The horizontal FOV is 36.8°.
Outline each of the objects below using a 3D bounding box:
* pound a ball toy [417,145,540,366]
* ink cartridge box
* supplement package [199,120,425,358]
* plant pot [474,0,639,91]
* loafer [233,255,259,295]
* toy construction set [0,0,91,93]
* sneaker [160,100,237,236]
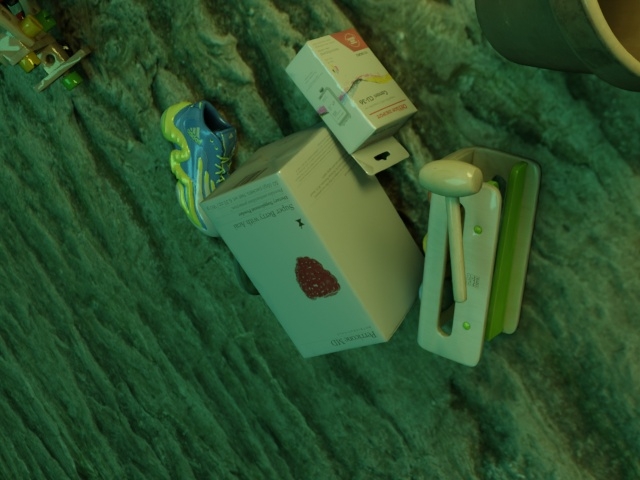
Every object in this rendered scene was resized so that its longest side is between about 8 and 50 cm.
[{"bbox_3d":[0.180,0.010,1.294,0.136,0.208,0.319,20,122,32],"label":"pound a ball toy"},{"bbox_3d":[0.057,-0.198,1.367,0.198,0.115,0.067,53,133,7],"label":"ink cartridge box"},{"bbox_3d":[0.000,0.000,1.421,0.177,0.175,0.293,-18,112,42],"label":"supplement package"},{"bbox_3d":[0.296,-0.280,1.058,0.229,0.263,0.263,-2,109,59],"label":"plant pot"},{"bbox_3d":[-0.078,-0.012,1.582,0.087,0.094,0.251,26,123,30],"label":"loafer"},{"bbox_3d":[-0.552,-0.330,1.704,0.237,0.309,0.257,55,167,-21],"label":"toy construction set"},{"bbox_3d":[-0.189,-0.126,1.627,0.126,0.091,0.240,-17,97,43],"label":"sneaker"}]
